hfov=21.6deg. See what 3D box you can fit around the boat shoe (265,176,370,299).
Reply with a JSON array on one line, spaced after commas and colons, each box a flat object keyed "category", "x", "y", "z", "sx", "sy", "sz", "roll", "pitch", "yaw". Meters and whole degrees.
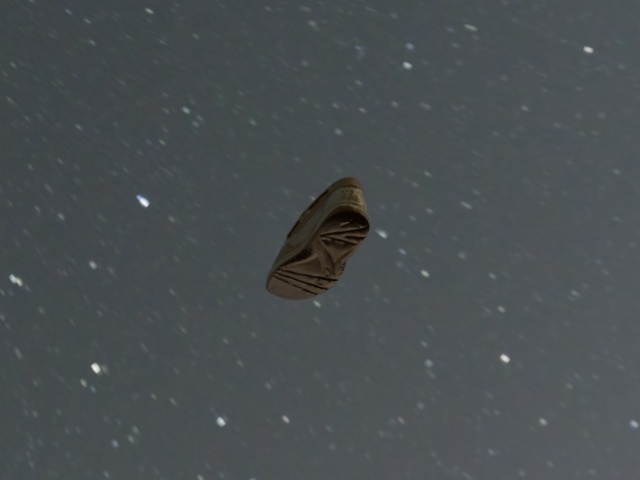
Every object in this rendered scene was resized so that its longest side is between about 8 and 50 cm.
[{"category": "boat shoe", "x": 0.000, "y": 0.000, "z": 1.281, "sx": 0.050, "sy": 0.045, "sz": 0.135, "roll": 21, "pitch": -38, "yaw": -21}]
